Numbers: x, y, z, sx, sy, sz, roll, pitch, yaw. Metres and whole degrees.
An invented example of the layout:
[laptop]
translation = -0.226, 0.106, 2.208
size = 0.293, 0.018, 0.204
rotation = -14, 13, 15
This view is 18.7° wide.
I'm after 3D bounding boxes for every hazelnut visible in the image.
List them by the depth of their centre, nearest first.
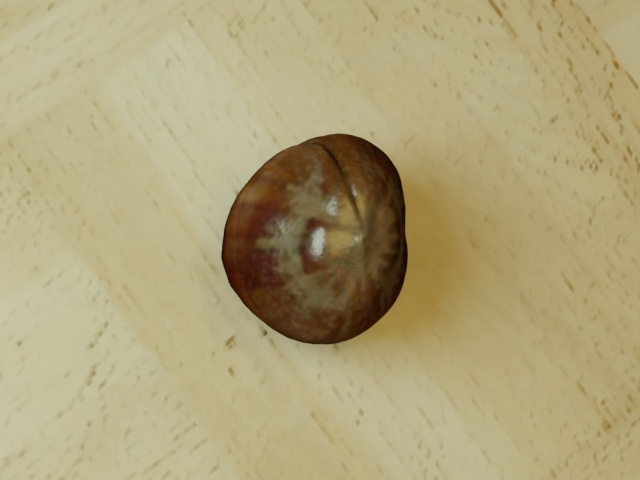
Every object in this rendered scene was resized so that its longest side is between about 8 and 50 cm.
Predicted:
[hazelnut]
translation = 0.000, 0.000, 0.783
size = 0.086, 0.086, 0.086
rotation = 2, 79, -13
